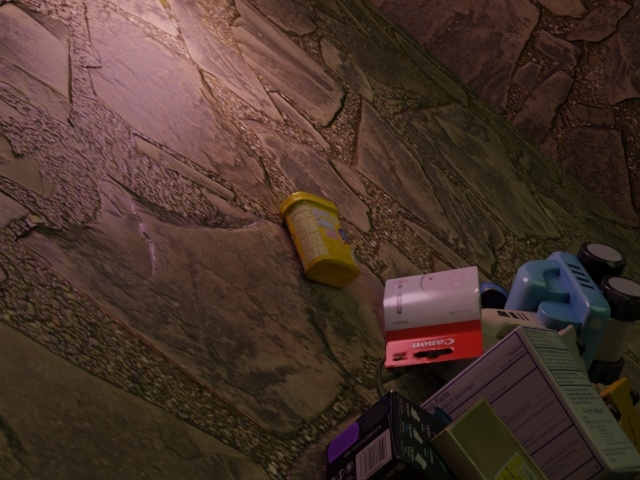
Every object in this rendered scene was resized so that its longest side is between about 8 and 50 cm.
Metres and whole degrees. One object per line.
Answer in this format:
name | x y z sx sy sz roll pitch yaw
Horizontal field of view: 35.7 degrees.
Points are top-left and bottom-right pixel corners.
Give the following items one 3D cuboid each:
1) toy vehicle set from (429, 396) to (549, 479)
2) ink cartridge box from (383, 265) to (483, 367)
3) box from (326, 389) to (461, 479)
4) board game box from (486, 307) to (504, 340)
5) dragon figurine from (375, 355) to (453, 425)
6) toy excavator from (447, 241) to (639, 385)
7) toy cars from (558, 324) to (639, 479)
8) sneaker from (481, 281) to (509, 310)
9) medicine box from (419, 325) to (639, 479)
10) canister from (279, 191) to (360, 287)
toy vehicle set | 0.283 0.367 1.456 0.267 0.035 0.166 53 27 12
ink cartridge box | 0.213 0.141 1.890 0.232 0.189 0.066 -74 152 -63
box | 0.157 0.377 1.488 0.270 0.165 0.143 34 28 -21
board game box | 0.389 0.231 2.185 0.126 0.026 0.186 46 27 2
dragon figurine | 0.177 0.335 1.667 0.144 0.085 0.289 7 46 -52
toy excavator | 0.449 0.170 2.068 0.445 0.222 0.433 7 27 -10
toy cars | 0.512 0.315 1.901 0.393 0.087 0.176 40 55 -33
sneaker | 0.448 0.175 2.305 0.209 0.069 0.082 45 16 -5
medicine box | 0.354 0.338 1.716 0.149 0.263 0.289 11 42 -49
canister | 0.000 0.000 1.905 0.126 0.073 0.170 19 38 -42
